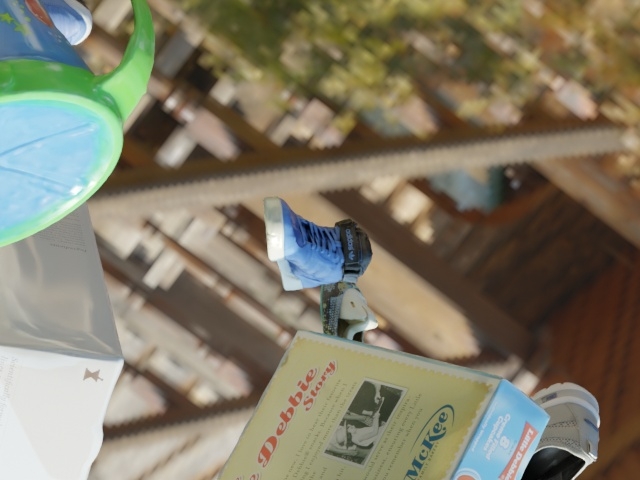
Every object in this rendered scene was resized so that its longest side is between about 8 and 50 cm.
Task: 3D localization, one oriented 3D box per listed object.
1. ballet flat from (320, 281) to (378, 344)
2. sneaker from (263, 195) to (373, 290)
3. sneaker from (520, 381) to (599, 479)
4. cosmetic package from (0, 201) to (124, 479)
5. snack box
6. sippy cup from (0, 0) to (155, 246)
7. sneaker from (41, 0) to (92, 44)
[{"bbox_3d":[0.035,0.112,2.095,0.070,0.070,0.188,141,-44,-58],"label":"ballet flat"},{"bbox_3d":[0.000,-0.001,1.602,0.152,0.085,0.058,72,12,-65],"label":"sneaker"},{"bbox_3d":[0.198,0.275,2.109,0.281,0.105,0.115,-45,-157,22],"label":"sneaker"},{"bbox_3d":[-0.331,0.109,2.045,0.385,0.156,0.217,-114,-142,-61],"label":"cosmetic package"},{"bbox_3d":[-0.012,0.215,1.119,0.187,0.060,0.322,11,-113,48],"label":"snack box"},{"bbox_3d":[-0.304,-0.138,1.514,0.305,0.224,0.240,-10,153,-29],"label":"sippy cup"},{"bbox_3d":[-0.319,-0.191,1.762,0.081,0.211,0.080,-105,-168,-51],"label":"sneaker"}]
